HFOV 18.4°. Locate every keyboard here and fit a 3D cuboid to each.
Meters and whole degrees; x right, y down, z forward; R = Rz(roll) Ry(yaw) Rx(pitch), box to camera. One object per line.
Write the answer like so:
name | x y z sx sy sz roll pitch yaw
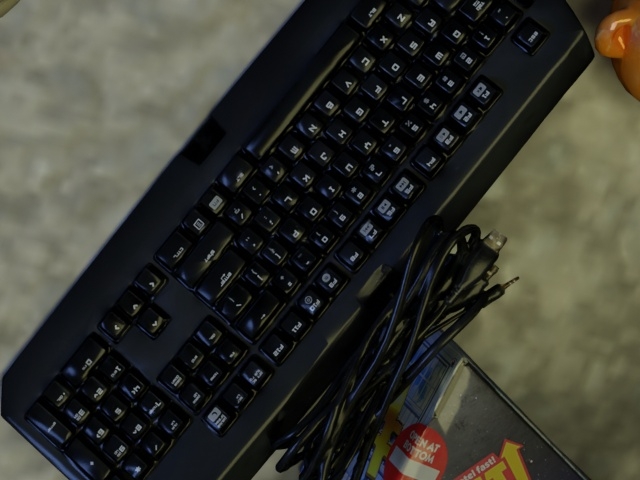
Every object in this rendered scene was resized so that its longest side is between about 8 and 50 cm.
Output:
keyboard | 0.000 0.000 0.533 0.100 0.038 0.192 39 93 11

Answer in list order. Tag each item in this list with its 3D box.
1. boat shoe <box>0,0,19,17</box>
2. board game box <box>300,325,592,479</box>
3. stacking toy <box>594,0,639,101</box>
boat shoe | -0.083 -0.155 0.474 0.065 0.075 0.206 19 112 19
board game box | 0.033 0.125 0.602 0.194 0.060 0.194 -33 115 -7
stacking toy | 0.110 -0.159 0.499 0.175 0.166 0.302 -13 127 -21
